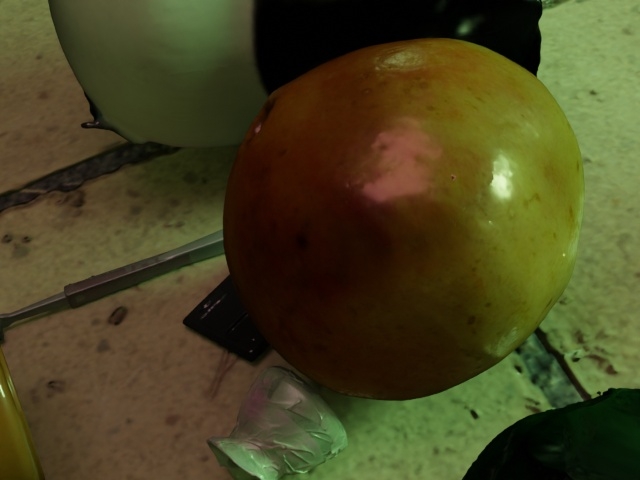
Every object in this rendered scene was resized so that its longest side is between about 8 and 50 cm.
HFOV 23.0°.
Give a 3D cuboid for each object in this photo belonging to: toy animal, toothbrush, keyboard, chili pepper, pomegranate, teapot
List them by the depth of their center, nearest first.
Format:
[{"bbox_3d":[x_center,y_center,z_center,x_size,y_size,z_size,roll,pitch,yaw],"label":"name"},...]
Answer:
[{"bbox_3d":[0.187,0.128,0.773,0.265,0.116,0.148,3,44,17],"label":"chili pepper"},{"bbox_3d":[0.047,-0.013,0.883,0.209,0.209,0.209,-8,45,8],"label":"pomegranate"},{"bbox_3d":[-0.030,0.111,0.896,0.064,0.064,0.083,-43,18,-16],"label":"teapot"},{"bbox_3d":[0.000,0.000,1.025,0.067,0.011,0.202,25,57,35],"label":"keyboard"},{"bbox_3d":[-0.025,-0.174,1.030,0.310,0.251,0.251,-9,45,2],"label":"toy animal"},{"bbox_3d":[-0.145,0.032,1.030,0.194,0.014,0.017,-22,45,-7],"label":"toothbrush"}]

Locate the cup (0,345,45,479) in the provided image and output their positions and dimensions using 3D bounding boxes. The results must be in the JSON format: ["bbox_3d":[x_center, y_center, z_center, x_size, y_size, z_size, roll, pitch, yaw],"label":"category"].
[{"bbox_3d":[-0.303,0.123,0.897,0.264,0.182,0.226,-18,13,-13],"label":"cup"}]
